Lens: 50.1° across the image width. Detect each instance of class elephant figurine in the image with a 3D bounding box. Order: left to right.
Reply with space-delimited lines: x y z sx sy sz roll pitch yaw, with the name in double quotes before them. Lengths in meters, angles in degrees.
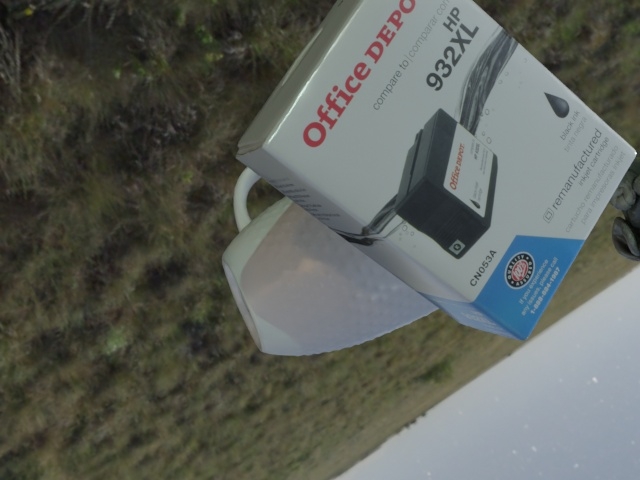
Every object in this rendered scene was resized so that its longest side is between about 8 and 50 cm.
"elephant figurine" 0.564 -0.018 1.147 0.169 0.240 0.186 3 -148 44

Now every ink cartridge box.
"ink cartridge box" 0.110 -0.084 0.655 0.223 0.307 0.129 -56 -164 -7

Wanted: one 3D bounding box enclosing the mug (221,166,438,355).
"mug" 0.000 0.000 1.131 0.327 0.374 0.276 -23 156 -14
